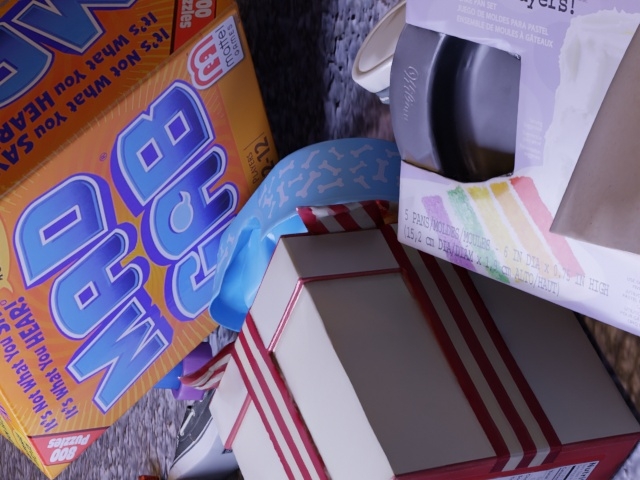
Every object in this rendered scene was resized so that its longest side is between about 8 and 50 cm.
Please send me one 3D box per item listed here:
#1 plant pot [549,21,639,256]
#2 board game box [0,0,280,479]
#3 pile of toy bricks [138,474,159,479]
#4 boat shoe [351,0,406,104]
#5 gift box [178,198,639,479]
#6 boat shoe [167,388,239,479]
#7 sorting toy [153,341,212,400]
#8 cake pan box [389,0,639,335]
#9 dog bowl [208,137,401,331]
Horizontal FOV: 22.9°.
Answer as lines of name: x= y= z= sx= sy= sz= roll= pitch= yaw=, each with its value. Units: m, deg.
plant pot: x=0.277 y=-0.104 z=0.819 sx=0.256 sy=0.256 sz=0.274 roll=18 pitch=94 yaw=61
board game box: x=-0.288 y=-0.071 z=1.522 sx=0.356 sy=0.356 sz=0.356 roll=33 pitch=155 yaw=31
pile of toy bricks: x=-0.205 y=0.398 z=1.991 sx=0.105 sy=0.118 sz=0.212 roll=-12 pitch=74 yaw=31
boat shoe: x=0.155 y=-0.166 z=1.194 sx=0.319 sy=0.099 sz=0.116 roll=-22 pitch=39 yaw=51
gift box: x=0.054 y=0.121 z=1.236 sx=0.255 sy=0.276 sz=0.258 roll=-61 pitch=41 yaw=40
boat shoe: x=-0.121 y=0.216 z=1.806 sx=0.219 sy=0.078 sz=0.070 roll=-54 pitch=49 yaw=42
sorting toy: x=-0.224 y=0.073 z=1.849 sx=0.365 sy=0.126 sz=0.127 roll=-120 pitch=38 yaw=-59
cake pan box: x=0.167 y=-0.079 z=1.065 sx=0.267 sy=0.070 sz=0.245 roll=24 pitch=123 yaw=35
dog bowl: x=0.000 y=0.000 z=1.438 sx=0.297 sy=0.166 sz=0.074 roll=131 pitch=139 yaw=-55
